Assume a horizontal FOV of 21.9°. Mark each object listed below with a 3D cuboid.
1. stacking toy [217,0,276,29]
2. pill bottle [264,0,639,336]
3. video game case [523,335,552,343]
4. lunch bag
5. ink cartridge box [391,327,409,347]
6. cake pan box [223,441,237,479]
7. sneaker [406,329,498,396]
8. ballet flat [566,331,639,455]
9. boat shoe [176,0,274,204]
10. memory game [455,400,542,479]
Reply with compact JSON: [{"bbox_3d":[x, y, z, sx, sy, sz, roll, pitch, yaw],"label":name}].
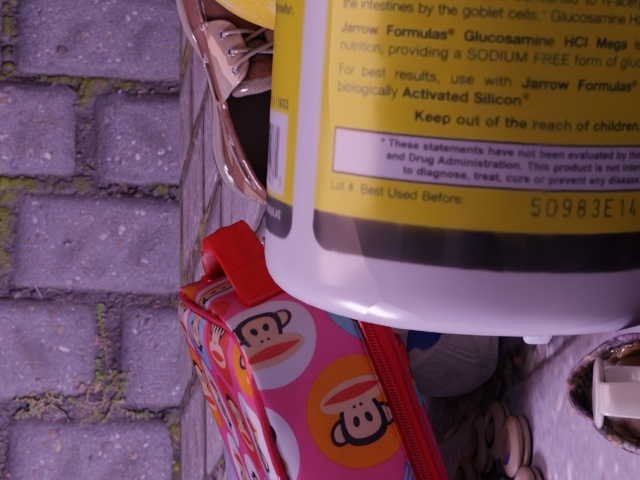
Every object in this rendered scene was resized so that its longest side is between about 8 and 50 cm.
[{"bbox_3d":[-0.013,-0.266,1.140,0.350,0.350,0.480,103,148,-48],"label":"stacking toy"},{"bbox_3d":[0.076,-0.137,0.721,0.188,0.188,0.334,-134,47,-76],"label":"pill bottle"},{"bbox_3d":[0.126,-0.045,0.907,0.143,0.019,0.157,106,162,-56],"label":"video game case"},{"bbox_3d":[-0.013,0.107,1.084,0.293,0.120,0.258,-155,43,-75],"label":"lunch bag"},{"bbox_3d":[0.005,0.043,1.316,0.115,0.067,0.198,101,153,-43],"label":"ink cartridge box"},{"bbox_3d":[-0.063,0.182,1.808,0.246,0.070,0.267,-97,13,-50],"label":"cake pan box"},{"bbox_3d":[0.084,0.031,1.031,0.152,0.058,0.084,97,174,-56],"label":"sneaker"},{"bbox_3d":[0.145,0.060,0.611,0.221,0.079,0.077,153,119,-78],"label":"ballet flat"},{"bbox_3d":[-0.066,-0.187,1.705,0.116,0.123,0.324,-140,33,-65],"label":"boat shoe"},{"bbox_3d":[0.106,0.190,1.004,0.186,0.012,0.186,-178,90,-80],"label":"memory game"}]
